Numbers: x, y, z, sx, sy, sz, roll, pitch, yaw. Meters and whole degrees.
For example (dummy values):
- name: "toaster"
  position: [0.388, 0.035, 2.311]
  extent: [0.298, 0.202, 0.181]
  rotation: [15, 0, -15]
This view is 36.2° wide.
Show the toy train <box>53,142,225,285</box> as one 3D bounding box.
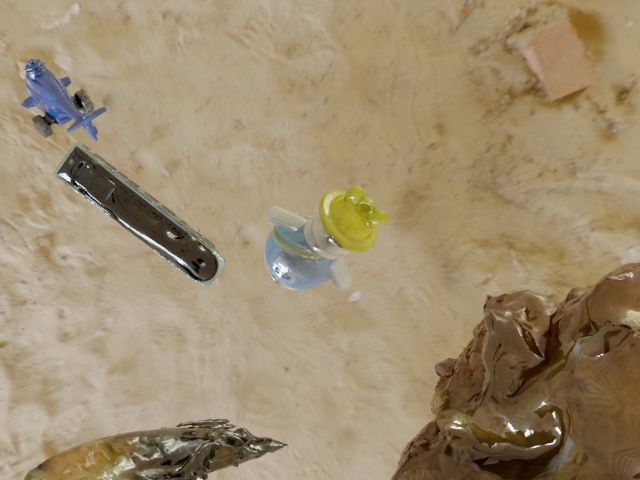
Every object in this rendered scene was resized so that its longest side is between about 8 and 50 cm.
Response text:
- name: "toy train"
  position: [-0.191, -0.027, 1.057]
  extent: [0.207, 0.047, 0.043]
  rotation: [38, 100, 0]

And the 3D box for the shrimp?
- name: "shrimp"
  position: [-0.167, 0.298, 1.133]
  extent: [0.365, 0.233, 0.071]
  rotation: [-4, 119, -40]

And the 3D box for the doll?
- name: "doll"
  position: [0.001, 0.000, 1.325]
  extent: [0.099, 0.241, 0.135]
  rotation: [-10, 74, -39]

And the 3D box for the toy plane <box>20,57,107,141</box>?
- name: "toy plane"
  position: [-0.223, -0.119, 0.839]
  extent: [0.054, 0.167, 0.062]
  rotation: [-35, 129, -15]

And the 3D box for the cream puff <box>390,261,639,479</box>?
- name: "cream puff"
  position: [0.161, 0.130, 0.598]
  extent: [0.155, 0.241, 0.269]
  rotation: [22, 91, -37]
